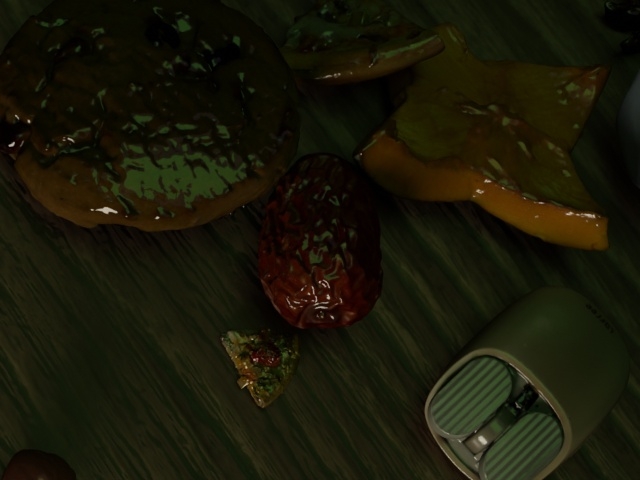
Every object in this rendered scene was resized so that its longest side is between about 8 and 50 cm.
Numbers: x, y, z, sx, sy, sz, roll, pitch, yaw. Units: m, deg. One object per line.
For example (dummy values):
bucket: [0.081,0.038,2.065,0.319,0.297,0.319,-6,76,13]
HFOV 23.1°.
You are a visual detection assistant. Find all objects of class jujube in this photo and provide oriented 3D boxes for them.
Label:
jujube: [0.000,0.000,1.463,0.112,0.109,0.176,29,43,-34]

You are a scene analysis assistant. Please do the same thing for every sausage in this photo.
sausage: [-0.246,0.245,1.265,0.062,0.062,0.154,23,58,-10]

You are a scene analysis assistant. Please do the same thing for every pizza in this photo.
pizza: [-0.057,0.106,1.432,0.078,0.025,0.083,30,59,-9]
pizza: [0.038,-0.222,1.591,0.185,0.036,0.176,0,47,12]

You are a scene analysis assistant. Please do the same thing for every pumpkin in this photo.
pumpkin: [0.165,-0.119,1.590,0.290,0.095,0.258,17,48,-15]

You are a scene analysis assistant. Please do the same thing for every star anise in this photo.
star anise: [0.419,-0.274,1.781,0.177,0.073,0.234,24,75,-1]

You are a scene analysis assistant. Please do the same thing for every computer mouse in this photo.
computer mouse: [0.205,0.137,1.493,0.236,0.082,0.145,-37,84,-33]

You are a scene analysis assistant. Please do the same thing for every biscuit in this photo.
biscuit: [-0.158,-0.133,1.456,0.296,0.075,0.296,7,55,-10]

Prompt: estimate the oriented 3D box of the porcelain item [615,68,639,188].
porcelain item: [0.528,-0.136,1.672,0.405,0.242,0.178,-2,43,-28]
